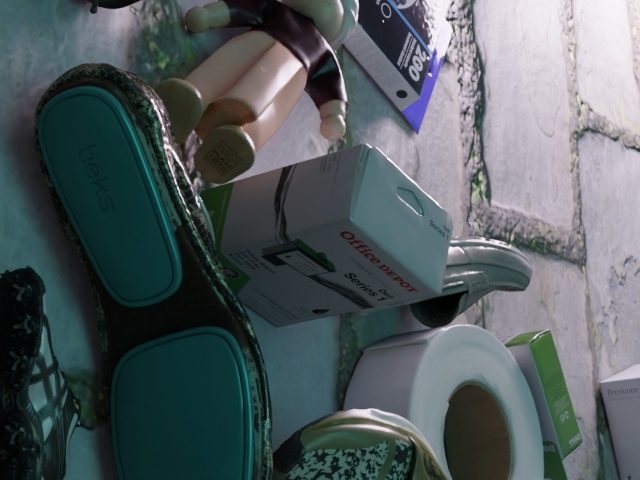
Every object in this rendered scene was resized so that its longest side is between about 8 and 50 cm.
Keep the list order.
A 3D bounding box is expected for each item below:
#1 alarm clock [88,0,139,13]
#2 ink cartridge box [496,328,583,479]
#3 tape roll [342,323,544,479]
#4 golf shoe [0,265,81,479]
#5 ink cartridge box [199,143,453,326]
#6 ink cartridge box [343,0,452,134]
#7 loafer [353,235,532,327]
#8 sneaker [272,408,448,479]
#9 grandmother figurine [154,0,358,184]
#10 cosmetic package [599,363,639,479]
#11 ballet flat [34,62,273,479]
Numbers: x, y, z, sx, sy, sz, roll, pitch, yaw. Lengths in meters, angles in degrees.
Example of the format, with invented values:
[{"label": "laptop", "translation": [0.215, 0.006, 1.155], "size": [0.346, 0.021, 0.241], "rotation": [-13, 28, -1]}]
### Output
[{"label": "alarm clock", "translation": [-0.198, -0.302, 1.390], "size": [0.192, 0.064, 0.129], "rotation": [-40, 111, -46]}, {"label": "ink cartridge box", "translation": [0.260, 0.224, 1.769], "size": [0.062, 0.109, 0.209], "rotation": [-24, 98, -51]}, {"label": "tape roll", "translation": [0.146, 0.240, 1.629], "size": [0.286, 0.100, 0.286], "rotation": [18, 66, -47]}, {"label": "golf shoe", "translation": [-0.251, 0.123, 1.202], "size": [0.094, 0.077, 0.198], "rotation": [23, 65, -62]}, {"label": "ink cartridge box", "translation": [0.000, 0.000, 1.420], "size": [0.160, 0.219, 0.092], "rotation": [38, 52, -39]}, {"label": "ink cartridge box", "translation": [0.108, -0.277, 1.782], "size": [0.208, 0.045, 0.206], "rotation": [47, 46, -34]}, {"label": "loafer", "translation": [0.140, 0.050, 1.681], "size": [0.319, 0.112, 0.111], "rotation": [5, 80, -43]}, {"label": "sneaker", "translation": [0.109, 0.312, 1.379], "size": [0.410, 0.158, 0.182], "rotation": [41, 6, -34]}, {"label": "grandmother figurine", "translation": [-0.046, -0.190, 1.501], "size": [0.208, 0.104, 0.342], "rotation": [49, 40, -14]}, {"label": "cosmetic package", "translation": [0.550, 0.284, 2.020], "size": [0.138, 0.224, 0.224], "rotation": [-10, 87, -52]}, {"label": "ballet flat", "translation": [-0.131, 0.067, 1.309], "size": [0.182, 0.164, 0.482], "rotation": [-19, 93, -72]}]
